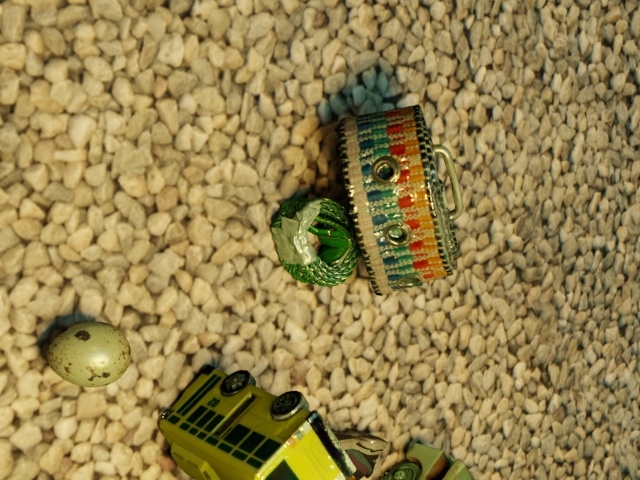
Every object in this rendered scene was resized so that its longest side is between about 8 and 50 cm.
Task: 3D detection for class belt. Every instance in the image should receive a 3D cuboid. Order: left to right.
[{"bbox_3d":[0.000,0.000,1.894,0.151,0.079,0.121,51,61,-34],"label":"belt"},{"bbox_3d":[0.130,-0.055,1.902,0.207,0.160,0.295,-84,160,-68],"label":"belt"}]

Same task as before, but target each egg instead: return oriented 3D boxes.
[{"bbox_3d":[-0.295,0.145,1.627,0.110,0.085,0.085,1,94,-29],"label":"egg"}]

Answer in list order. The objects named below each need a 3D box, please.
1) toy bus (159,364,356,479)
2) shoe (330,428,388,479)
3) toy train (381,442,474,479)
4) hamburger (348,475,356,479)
[{"bbox_3d":[-0.095,0.273,1.716,0.150,0.262,0.128,-45,123,-22],"label":"toy bus"},{"bbox_3d":[0.031,0.344,1.973,0.169,0.071,0.099,10,94,-44],"label":"shoe"},{"bbox_3d":[0.130,0.475,2.018,0.326,0.159,0.129,-48,122,-28],"label":"toy train"},{"bbox_3d":[-0.043,0.423,1.843,0.286,0.146,0.243,4,94,-34],"label":"hamburger"}]
